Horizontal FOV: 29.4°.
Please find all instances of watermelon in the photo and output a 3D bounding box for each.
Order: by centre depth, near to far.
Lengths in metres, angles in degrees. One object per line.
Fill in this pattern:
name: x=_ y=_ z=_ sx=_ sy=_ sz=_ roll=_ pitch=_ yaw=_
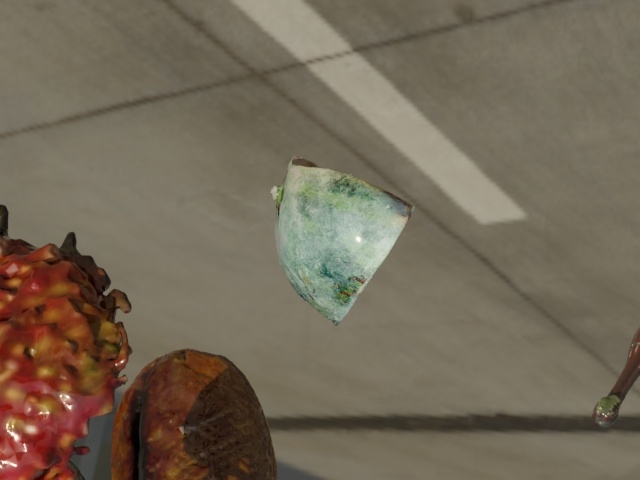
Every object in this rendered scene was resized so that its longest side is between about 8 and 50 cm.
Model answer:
watermelon: x=-0.005 y=-0.004 z=1.697 sx=0.175 sy=0.188 sz=0.322 roll=29 pitch=170 yaw=-3

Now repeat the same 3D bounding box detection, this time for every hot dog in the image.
hot dog: x=-0.121 y=0.210 z=1.116 sx=0.160 sy=0.227 sz=0.099 roll=-5 pitch=149 yaw=7

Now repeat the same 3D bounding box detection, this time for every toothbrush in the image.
toothbrush: x=0.372 y=0.094 z=1.340 sx=0.041 sy=0.364 sz=0.041 roll=20 pitch=129 yaw=27

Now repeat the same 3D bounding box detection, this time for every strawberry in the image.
strawberry: x=-0.248 y=0.068 z=0.681 sx=0.306 sy=0.233 sz=0.138 roll=-30 pitch=139 yaw=30

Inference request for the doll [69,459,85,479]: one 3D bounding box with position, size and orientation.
doll: x=-0.222 y=0.198 z=0.867 sx=0.085 sy=0.114 sz=0.152 roll=2 pitch=-169 yaw=33
